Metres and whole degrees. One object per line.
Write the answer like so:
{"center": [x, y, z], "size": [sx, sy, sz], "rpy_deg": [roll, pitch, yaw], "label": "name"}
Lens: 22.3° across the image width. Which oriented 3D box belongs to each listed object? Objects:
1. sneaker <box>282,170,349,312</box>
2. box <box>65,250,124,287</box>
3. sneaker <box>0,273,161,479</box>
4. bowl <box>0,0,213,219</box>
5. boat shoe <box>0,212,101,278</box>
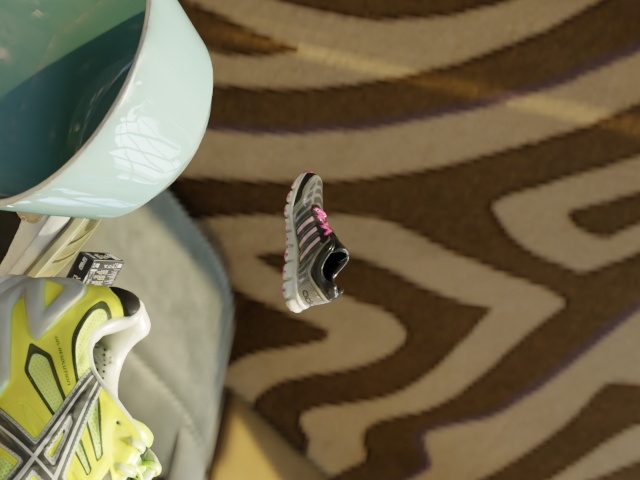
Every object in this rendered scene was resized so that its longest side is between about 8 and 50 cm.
{"center": [0.000, 0.000, 1.908], "size": [0.074, 0.170, 0.063], "rpy_deg": [-4, 161, 21], "label": "sneaker"}
{"center": [-0.220, 0.044, 1.534], "size": [0.018, 0.067, 0.083], "rpy_deg": [29, -174, 12], "label": "box"}
{"center": [-0.197, 0.190, 1.197], "size": [0.147, 0.385, 0.145], "rpy_deg": [-8, 153, 5], "label": "sneaker"}
{"center": [-0.229, -0.144, 1.657], "size": [0.311, 0.312, 0.163], "rpy_deg": [-19, 144, 35], "label": "bowl"}
{"center": [-0.306, -0.057, 1.924], "size": [0.103, 0.113, 0.302], "rpy_deg": [39, 102, 2], "label": "boat shoe"}
